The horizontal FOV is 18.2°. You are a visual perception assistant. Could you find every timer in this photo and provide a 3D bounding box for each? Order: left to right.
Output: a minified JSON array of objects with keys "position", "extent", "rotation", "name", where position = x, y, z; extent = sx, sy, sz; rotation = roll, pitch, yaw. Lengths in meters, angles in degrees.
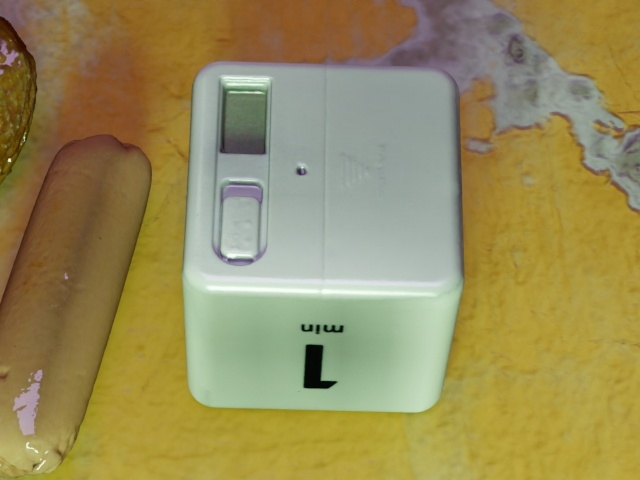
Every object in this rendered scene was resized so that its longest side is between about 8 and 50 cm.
[{"position":[0.000,0.000,1.459],"extent":[0.194,0.195,0.192],"rotation":[1,60,-1],"name":"timer"}]

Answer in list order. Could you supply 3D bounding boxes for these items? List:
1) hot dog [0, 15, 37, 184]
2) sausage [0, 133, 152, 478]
[{"position":[-0.320,-0.087,1.550],"extent":[0.160,0.099,0.227],"rotation":[41,73,18],"name":"hot dog"},{"position":[-0.193,0.046,1.489],"extent":[0.086,0.086,0.289],"rotation":[12,59,5],"name":"sausage"}]
